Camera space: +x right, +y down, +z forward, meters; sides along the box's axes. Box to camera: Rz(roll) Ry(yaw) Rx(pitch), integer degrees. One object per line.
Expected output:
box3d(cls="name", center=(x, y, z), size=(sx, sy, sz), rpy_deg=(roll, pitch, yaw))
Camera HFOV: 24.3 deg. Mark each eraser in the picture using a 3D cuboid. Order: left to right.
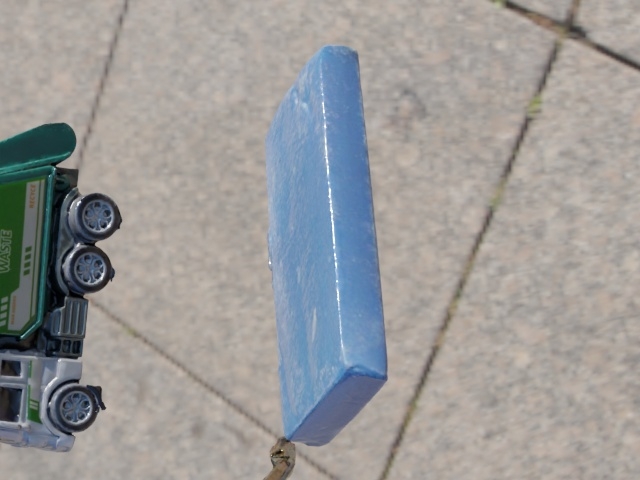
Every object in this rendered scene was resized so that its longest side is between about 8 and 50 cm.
box3d(cls="eraser", center=(0.000, 0.000, 1.226), size=(0.144, 0.043, 0.312), rpy_deg=(127, 145, -54))

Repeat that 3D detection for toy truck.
box3d(cls="toy truck", center=(-0.233, 0.035, 1.161), size=(0.114, 0.124, 0.253), rpy_deg=(-7, 76, 60))

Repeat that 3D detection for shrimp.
box3d(cls="shrimp", center=(-0.086, 0.235, 1.368), size=(0.035, 0.148, 0.195), rpy_deg=(48, 157, -14))
